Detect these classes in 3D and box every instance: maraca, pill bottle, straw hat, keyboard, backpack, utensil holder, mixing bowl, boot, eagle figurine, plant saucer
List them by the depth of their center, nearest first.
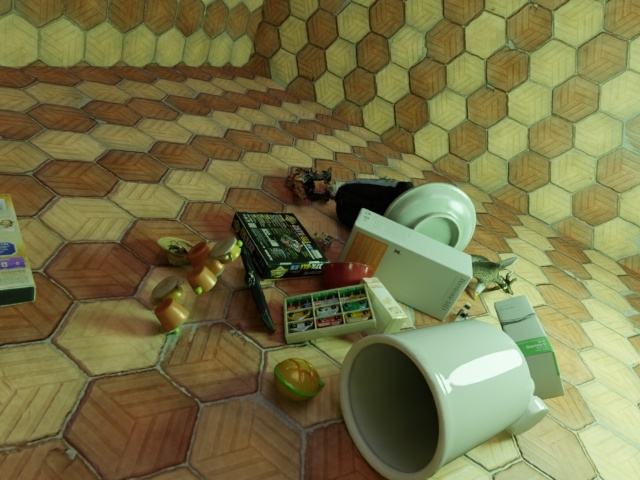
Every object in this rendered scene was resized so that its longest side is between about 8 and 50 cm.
[{"bbox_3d":[0.297,0.374,1.143,0.385,0.328,0.327,-2,38,-37],"label":"utensil holder"},{"bbox_3d":[-0.053,0.355,1.170,0.127,0.099,0.185,38,7,20],"label":"maraca"},{"bbox_3d":[0.530,0.421,1.371,0.169,0.169,0.301,1,36,-32],"label":"pill bottle"},{"bbox_3d":[-0.208,0.117,1.371,0.033,0.201,0.317,-22,42,-7],"label":"keyboard"},{"bbox_3d":[-0.452,0.045,1.427,0.144,0.061,0.144,22,14,-6],"label":"straw hat"},{"bbox_3d":[0.088,0.141,1.557,0.181,0.181,0.098,9,73,-22],"label":"mixing bowl"},{"bbox_3d":[0.436,-0.029,1.788,0.400,0.400,0.100,13,28,-16],"label":"plant saucer"},{"bbox_3d":[0.664,0.137,1.900,0.298,0.226,0.225,28,50,-1],"label":"eagle figurine"},{"bbox_3d":[0.233,-0.147,1.980,0.355,0.290,0.273,5,23,22],"label":"backpack"},{"bbox_3d":[0.072,-0.237,2.248,0.087,0.042,0.118,39,35,15],"label":"boot"}]

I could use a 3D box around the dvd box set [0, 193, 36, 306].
[{"bbox_3d":[-0.937,0.020,1.147,0.307,0.062,0.420,-7,42,-40],"label":"dvd box set"}]

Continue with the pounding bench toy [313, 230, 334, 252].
[{"bbox_3d":[0.000,0.000,1.805,0.083,0.052,0.065,29,31,10],"label":"pounding bench toy"}]

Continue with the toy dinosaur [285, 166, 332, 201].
[{"bbox_3d":[-0.061,-0.255,2.124,0.218,0.164,0.322,6,50,0],"label":"toy dinosaur"}]

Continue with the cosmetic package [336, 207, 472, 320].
[{"bbox_3d":[0.306,0.088,1.695,0.453,0.230,0.161,24,31,3],"label":"cosmetic package"}]

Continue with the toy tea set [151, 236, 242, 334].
[{"bbox_3d":[-0.349,0.133,1.287,0.200,0.124,0.336,0,42,42],"label":"toy tea set"}]

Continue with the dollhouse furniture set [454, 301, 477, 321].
[{"bbox_3d":[0.558,0.305,1.675,0.114,0.091,0.081,35,48,15],"label":"dollhouse furniture set"}]

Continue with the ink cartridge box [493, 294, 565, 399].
[{"bbox_3d":[0.699,0.355,1.531,0.121,0.211,0.289,-18,27,16],"label":"ink cartridge box"}]

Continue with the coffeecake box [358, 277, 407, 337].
[{"bbox_3d":[0.177,0.233,1.462,0.068,0.142,0.185,2,36,-34],"label":"coffeecake box"}]

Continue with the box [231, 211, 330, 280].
[{"bbox_3d":[-0.153,0.012,1.663,0.257,0.079,0.322,0,37,-36],"label":"box"}]

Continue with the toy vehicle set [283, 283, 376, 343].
[{"bbox_3d":[0.022,0.219,1.374,0.266,0.035,0.166,-10,35,-1],"label":"toy vehicle set"}]
